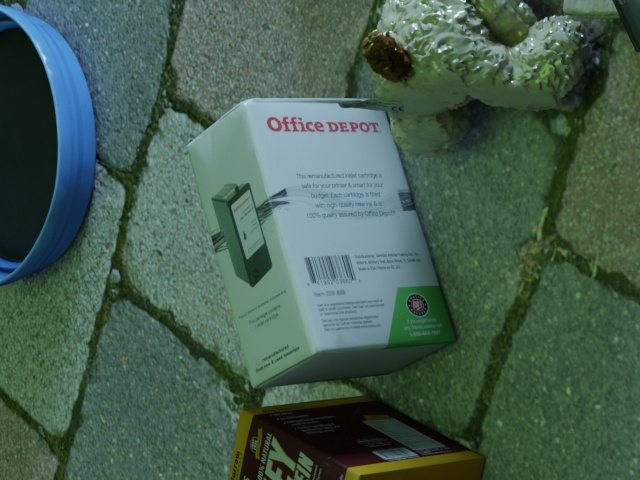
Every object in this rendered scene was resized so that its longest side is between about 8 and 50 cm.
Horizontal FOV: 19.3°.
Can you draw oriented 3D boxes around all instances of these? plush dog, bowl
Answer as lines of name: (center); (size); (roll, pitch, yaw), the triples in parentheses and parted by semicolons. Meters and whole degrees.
plush dog: (0.128, -0.240, 1.940); (0.262, 0.210, 0.225); (-24, 51, 45)
bowl: (-0.444, -0.132, 2.619); (0.391, 0.077, 0.391); (3, 94, 47)

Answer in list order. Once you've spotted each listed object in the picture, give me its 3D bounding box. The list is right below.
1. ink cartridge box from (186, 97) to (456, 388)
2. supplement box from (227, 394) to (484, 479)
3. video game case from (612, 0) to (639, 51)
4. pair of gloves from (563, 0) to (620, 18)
ink cartridge box: (0.000, 0.000, 2.052); (0.121, 0.211, 0.289); (-32, 68, 45)
supplement box: (0.034, 0.266, 2.039); (0.194, 0.191, 0.129); (24, 109, 45)
video game case: (0.336, -0.258, 1.650); (0.274, 0.026, 0.196); (4, 127, 57)
pair of gloves: (0.340, -0.315, 1.791); (0.240, 0.042, 0.204); (-2, 84, 41)
